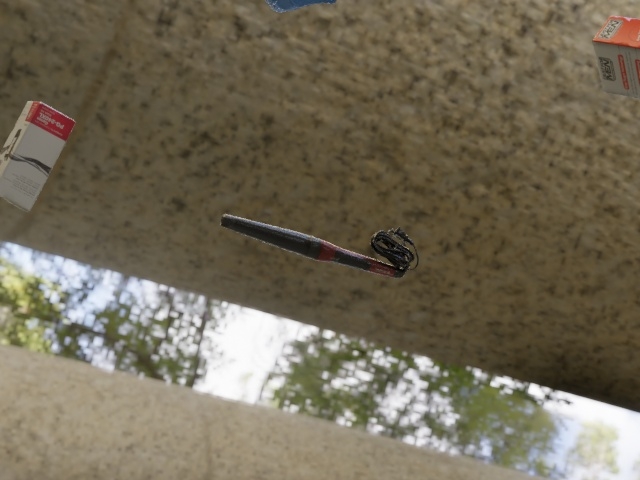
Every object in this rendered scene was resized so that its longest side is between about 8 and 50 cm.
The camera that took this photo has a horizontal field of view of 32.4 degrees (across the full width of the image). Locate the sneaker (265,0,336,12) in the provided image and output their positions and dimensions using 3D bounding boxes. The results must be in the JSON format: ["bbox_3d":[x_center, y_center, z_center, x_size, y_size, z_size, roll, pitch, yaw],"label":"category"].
[{"bbox_3d":[0.013,-0.350,1.257,0.240,0.126,0.091,-34,-124,5],"label":"sneaker"}]

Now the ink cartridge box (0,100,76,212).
[{"bbox_3d":[-0.432,-0.126,1.627,0.150,0.063,0.109,-63,-154,-5],"label":"ink cartridge box"}]

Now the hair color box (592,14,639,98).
[{"bbox_3d":[0.338,-0.169,1.056,0.141,0.072,0.043,18,-121,37],"label":"hair color box"}]

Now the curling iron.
[{"bbox_3d":[0.000,0.000,1.476,0.035,0.274,0.068,131,-33,-70],"label":"curling iron"}]
